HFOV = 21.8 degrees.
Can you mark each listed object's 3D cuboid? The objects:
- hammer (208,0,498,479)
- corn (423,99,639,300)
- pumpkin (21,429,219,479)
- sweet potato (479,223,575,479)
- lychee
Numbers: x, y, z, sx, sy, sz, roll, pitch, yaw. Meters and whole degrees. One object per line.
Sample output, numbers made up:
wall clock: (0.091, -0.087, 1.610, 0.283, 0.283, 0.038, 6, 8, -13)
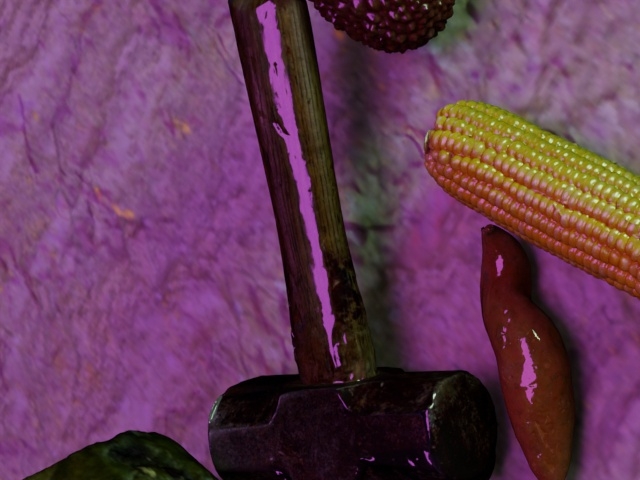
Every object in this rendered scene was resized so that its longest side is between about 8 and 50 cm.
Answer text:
hammer: (0.000, 0.000, 1.303, 0.242, 0.095, 0.408, -9, 91, 42)
corn: (0.173, -0.030, 1.190, 0.248, 0.081, 0.081, 31, 109, 37)
pumpkin: (-0.150, 0.298, 1.310, 0.256, 0.303, 0.225, -42, 74, 2)
sweet potato: (0.154, 0.086, 1.223, 0.058, 0.055, 0.202, -18, 76, 22)
lychee: (0.049, -0.206, 1.275, 0.129, 0.123, 0.123, 51, 120, 35)
